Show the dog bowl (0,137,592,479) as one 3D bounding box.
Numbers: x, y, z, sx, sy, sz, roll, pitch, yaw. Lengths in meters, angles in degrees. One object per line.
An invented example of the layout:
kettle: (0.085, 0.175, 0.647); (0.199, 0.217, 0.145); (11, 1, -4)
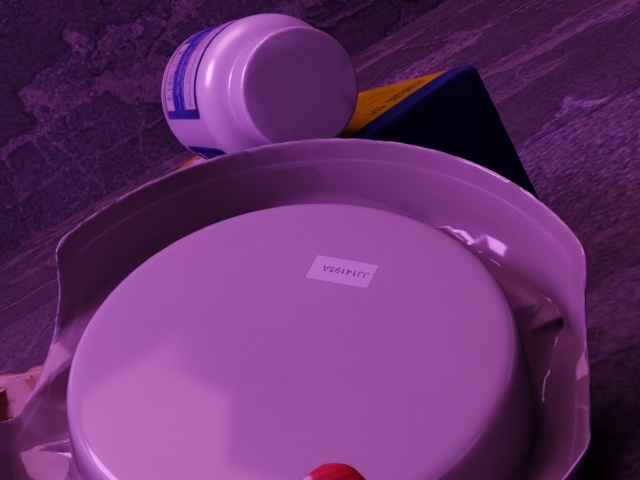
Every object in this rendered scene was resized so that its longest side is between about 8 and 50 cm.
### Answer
dog bowl: (-0.012, 0.085, 0.652); (0.349, 0.102, 0.349); (-5, 41, 5)

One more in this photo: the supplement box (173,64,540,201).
supplement box: (0.000, 0.000, 1.003); (0.194, 0.195, 0.356); (-37, 17, -29)

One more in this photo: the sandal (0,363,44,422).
sandal: (-0.365, 0.194, 1.240); (0.240, 0.088, 0.079); (-19, 11, 17)

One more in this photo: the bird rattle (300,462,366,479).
bird rattle: (-0.032, 0.198, 0.356); (0.253, 0.207, 0.143); (-42, 34, 0)

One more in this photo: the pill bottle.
pill bottle: (-0.045, -0.109, 0.845); (0.112, 0.112, 0.186); (-33, 16, -14)
